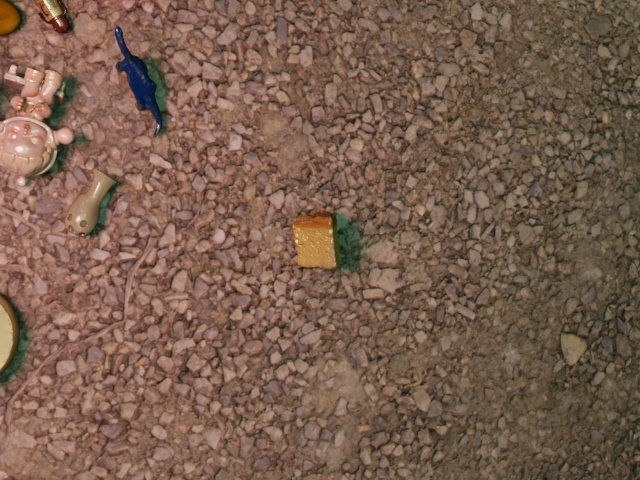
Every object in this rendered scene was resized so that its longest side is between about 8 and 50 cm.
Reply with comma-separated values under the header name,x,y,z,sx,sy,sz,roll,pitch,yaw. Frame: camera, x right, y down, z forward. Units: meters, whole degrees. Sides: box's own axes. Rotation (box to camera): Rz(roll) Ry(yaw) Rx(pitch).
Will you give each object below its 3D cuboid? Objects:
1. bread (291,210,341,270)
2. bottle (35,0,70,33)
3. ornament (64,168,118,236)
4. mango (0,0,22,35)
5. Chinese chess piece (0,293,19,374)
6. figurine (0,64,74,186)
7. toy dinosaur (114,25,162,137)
name,x,y,z,sx,sy,sz,roll,pitch,yaw
bread,0.000,0.000,1.952,0.127,0.152,0.147,-7,93,-8
bottle,-0.610,-0.522,1.782,0.047,0.063,0.101,-42,108,-42
ornament,-0.538,-0.085,1.807,0.081,0.075,0.156,22,82,27
mango,-0.749,-0.505,1.715,0.163,0.089,0.111,33,80,-25
Chinese chess piece,-0.794,0.211,1.711,0.250,0.103,0.249,0,91,-19
figurine,-0.658,-0.252,1.736,0.182,0.144,0.256,18,83,-39
toy dinosaur,-0.413,-0.358,1.781,0.075,0.188,0.247,-22,100,-9
